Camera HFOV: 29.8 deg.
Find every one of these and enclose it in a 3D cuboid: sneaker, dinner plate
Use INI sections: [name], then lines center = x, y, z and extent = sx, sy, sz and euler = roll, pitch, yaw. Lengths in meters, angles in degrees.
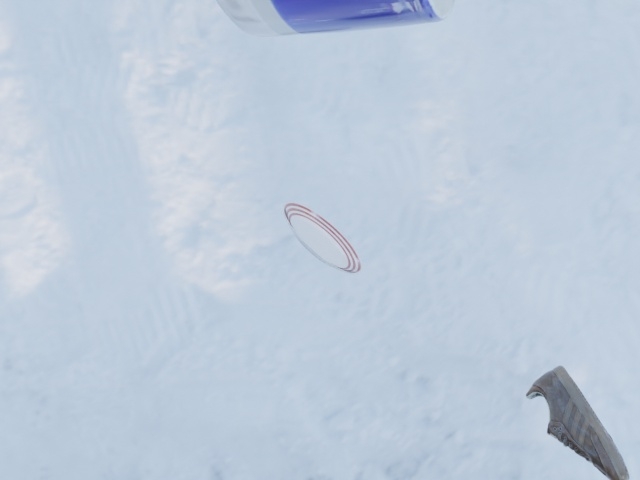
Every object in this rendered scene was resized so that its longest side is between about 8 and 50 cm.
[sneaker]
center = 0.356, 0.267, 1.669
extent = 0.071, 0.066, 0.188
euler = -34, 58, 9
[dinner plate]
center = 0.000, 0.000, 1.639
extent = 0.141, 0.141, 0.017
euler = 45, 107, 10

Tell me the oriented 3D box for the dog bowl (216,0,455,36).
[dog bowl]
center = 0.007, -0.239, 0.606
extent = 0.104, 0.265, 0.265
euler = -1, 97, 15
